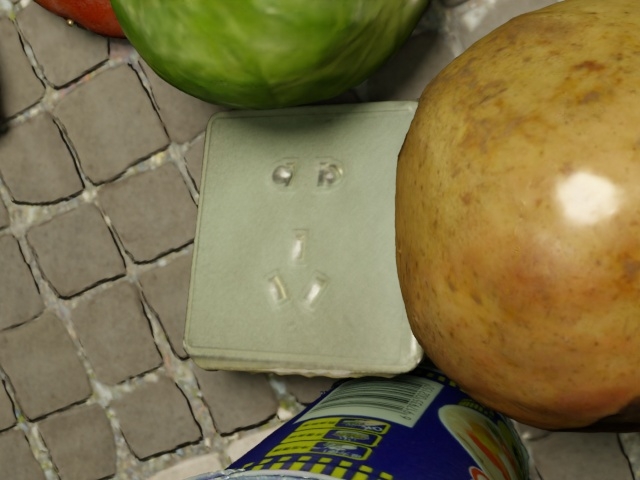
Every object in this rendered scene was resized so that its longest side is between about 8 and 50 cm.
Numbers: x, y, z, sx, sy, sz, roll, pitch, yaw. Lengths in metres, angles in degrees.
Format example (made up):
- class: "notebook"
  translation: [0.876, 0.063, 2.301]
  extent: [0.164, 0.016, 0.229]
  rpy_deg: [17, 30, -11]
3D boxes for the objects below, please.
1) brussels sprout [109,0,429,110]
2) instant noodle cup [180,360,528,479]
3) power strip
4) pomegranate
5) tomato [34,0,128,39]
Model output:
- class: "brussels sprout"
  translation: [-0.035, -0.209, 0.653]
  extent: [0.244, 0.244, 0.244]
  rpy_deg: [3, 102, 15]
- class: "instant noodle cup"
  translation: [0.030, 0.220, 0.663]
  extent: [0.284, 0.312, 0.284]
  rpy_deg: [4, 103, 16]
- class: "power strip"
  translation: [0.000, 0.000, 0.749]
  extent: [0.198, 0.064, 0.213]
  rpy_deg: [1, 81, 22]
- class: "pomegranate"
  translation: [0.178, -0.018, 0.601]
  extent: [0.281, 0.281, 0.281]
  rpy_deg: [3, 102, 15]
- class: "tomato"
  translation: [-0.181, -0.229, 0.747]
  extent: [0.159, 0.091, 0.139]
  rpy_deg: [29, 107, 10]
